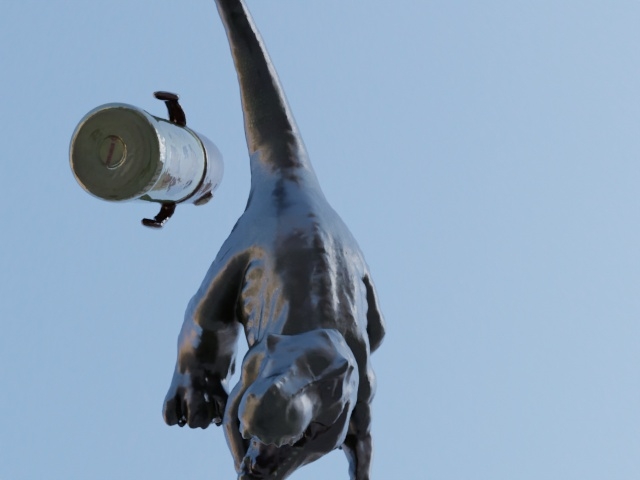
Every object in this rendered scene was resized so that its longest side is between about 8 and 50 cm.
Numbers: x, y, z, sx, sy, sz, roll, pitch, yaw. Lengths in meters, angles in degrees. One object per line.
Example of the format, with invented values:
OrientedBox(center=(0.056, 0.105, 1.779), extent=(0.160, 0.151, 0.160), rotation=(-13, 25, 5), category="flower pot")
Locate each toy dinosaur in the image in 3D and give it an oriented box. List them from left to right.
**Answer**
OrientedBox(center=(0.000, 0.000, 0.664), extent=(0.087, 0.187, 0.179), rotation=(6, -69, -18), category="toy dinosaur")

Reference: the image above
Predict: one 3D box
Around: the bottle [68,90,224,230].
OrientedBox(center=(-0.076, -0.039, 0.885), extent=(0.047, 0.101, 0.063), rotation=(35, -80, 20), category="bottle")
